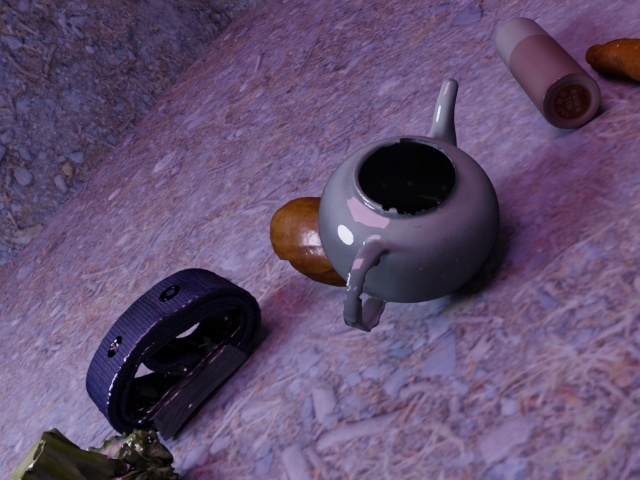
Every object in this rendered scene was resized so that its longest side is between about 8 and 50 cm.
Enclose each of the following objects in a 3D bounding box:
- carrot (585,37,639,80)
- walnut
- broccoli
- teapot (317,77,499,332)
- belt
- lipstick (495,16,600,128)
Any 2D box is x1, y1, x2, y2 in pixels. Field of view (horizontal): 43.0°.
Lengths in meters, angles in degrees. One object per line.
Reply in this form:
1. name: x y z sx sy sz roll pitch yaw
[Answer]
1. carrot: 0.369 -0.206 0.928 0.059 0.059 0.248 -41 22 -2
2. walnut: 0.000 0.000 1.023 0.116 0.116 0.207 -48 31 -18
3. broccoli: -0.239 0.281 0.818 0.198 0.176 0.226 -9 53 41
4. teapot: 0.091 -0.031 0.863 0.193 0.129 0.294 16 55 20
5. belt: -0.179 0.142 1.019 0.230 0.139 0.126 -45 31 -16
6. lipstick: 0.285 -0.222 1.046 0.070 0.070 0.254 -33 26 16
